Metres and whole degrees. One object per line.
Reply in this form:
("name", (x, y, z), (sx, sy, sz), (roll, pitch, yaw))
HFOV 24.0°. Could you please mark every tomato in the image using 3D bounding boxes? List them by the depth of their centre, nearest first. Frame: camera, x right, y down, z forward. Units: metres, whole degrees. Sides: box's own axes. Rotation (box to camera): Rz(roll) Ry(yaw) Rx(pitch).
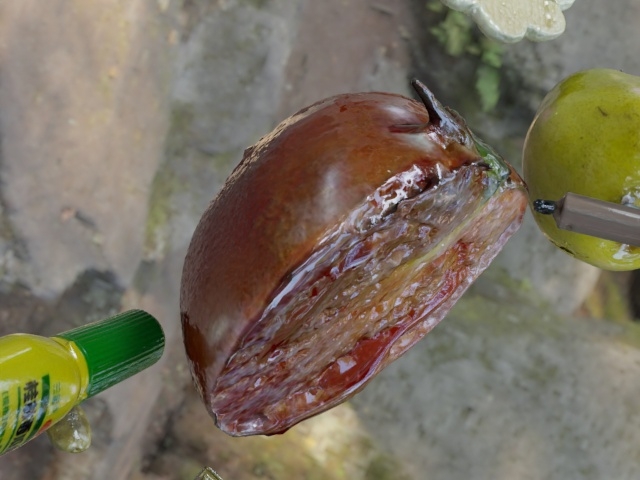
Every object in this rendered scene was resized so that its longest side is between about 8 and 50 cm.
("tomato", (-0.001, -0.006, 1.125), (0.309, 0.170, 0.309), (-32, 154, -17))

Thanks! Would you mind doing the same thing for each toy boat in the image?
("toy boat", (-0.163, 0.346, 2.031), (0.077, 0.057, 0.200), (-46, 177, -22))

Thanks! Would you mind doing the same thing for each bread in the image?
("bread", (0.277, -0.440, 2.420), (0.316, 0.316, 0.054), (-45, -178, -43))

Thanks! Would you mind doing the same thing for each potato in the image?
("potato", (-0.282, 0.201, 1.671), (0.051, 0.083, 0.040), (-12, 137, -32))

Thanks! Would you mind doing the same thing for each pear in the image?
("pear", (0.424, -0.121, 2.175), (0.284, 0.336, 0.285), (-14, 157, -6))

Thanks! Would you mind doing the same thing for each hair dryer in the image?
("hair dryer", (0.270, -0.016, 1.273), (0.064, 0.181, 0.117), (85, 21, -63))

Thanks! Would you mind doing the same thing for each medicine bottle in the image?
("medicine bottle", (-0.199, 0.098, 1.042), (0.260, 0.064, 0.095), (-23, 141, -58))
